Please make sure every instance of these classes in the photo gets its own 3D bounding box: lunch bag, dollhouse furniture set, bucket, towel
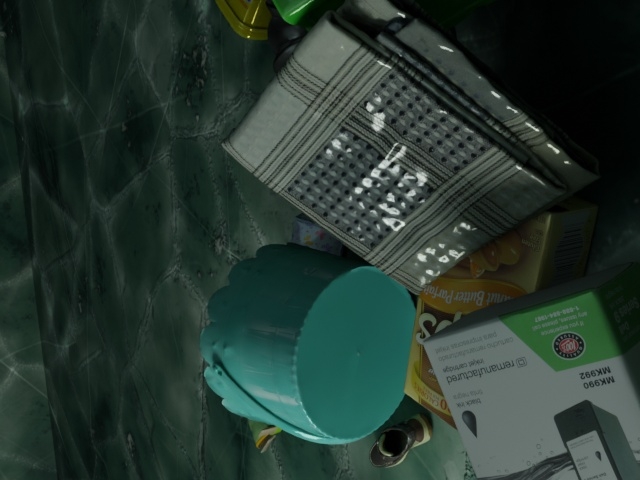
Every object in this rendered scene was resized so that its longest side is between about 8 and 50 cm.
[{"bbox_3d":[0.000,0.000,1.456,0.083,0.053,0.071,19,115,25],"label":"lunch bag"},{"bbox_3d":[-0.113,0.325,1.691,0.076,0.058,0.151,61,141,29],"label":"dollhouse furniture set"},{"bbox_3d":[-0.006,0.143,1.308,0.183,0.281,0.281,9,104,47],"label":"bucket"},{"bbox_3d":[0.079,-0.088,0.997,0.312,0.056,0.324,38,139,-10],"label":"towel"}]

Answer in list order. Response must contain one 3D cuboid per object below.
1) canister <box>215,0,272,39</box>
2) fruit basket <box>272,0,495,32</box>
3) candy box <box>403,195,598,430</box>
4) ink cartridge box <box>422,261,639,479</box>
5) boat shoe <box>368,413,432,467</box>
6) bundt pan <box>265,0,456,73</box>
[{"bbox_3d":[-0.098,-0.428,1.493,0.126,0.073,0.170,58,138,31],"label":"canister"},{"bbox_3d":[0.096,-0.412,0.994,0.392,0.283,0.392,-11,72,36],"label":"fruit basket"},{"bbox_3d":[0.209,0.080,1.129,0.183,0.087,0.316,31,121,48],"label":"candy box"},{"bbox_3d":[0.265,0.195,0.957,0.211,0.121,0.289,-24,88,38],"label":"ink cartridge box"},{"bbox_3d":[0.105,0.296,1.366,0.152,0.049,0.056,-53,54,47],"label":"boat shoe"},{"bbox_3d":[0.033,-0.303,1.280,0.331,0.124,0.331,18,112,53],"label":"bundt pan"}]
